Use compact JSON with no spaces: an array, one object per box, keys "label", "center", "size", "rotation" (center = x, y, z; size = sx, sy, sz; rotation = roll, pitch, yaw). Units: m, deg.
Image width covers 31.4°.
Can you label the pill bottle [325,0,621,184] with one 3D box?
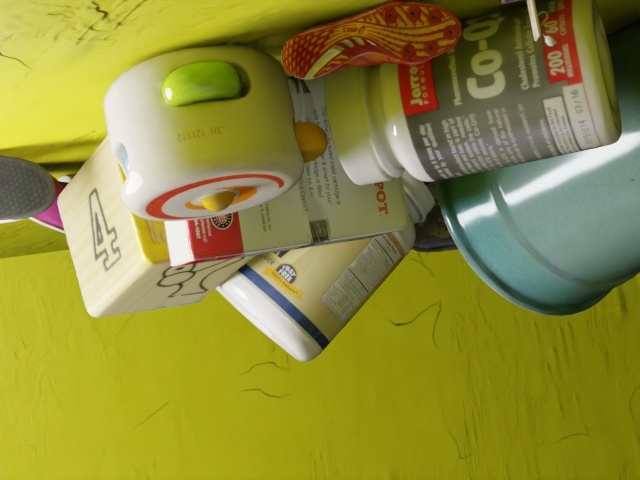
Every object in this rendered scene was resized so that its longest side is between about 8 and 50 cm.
[{"label":"pill bottle","center":[0.158,-0.151,1.196],"size":[0.283,0.161,0.161],"rotation":[-11,177,20]}]

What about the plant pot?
[{"label":"plant pot","center":[0.372,-0.110,1.398],"size":[0.341,0.341,0.334],"rotation":[-8,168,-33]}]

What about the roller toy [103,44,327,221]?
[{"label":"roller toy","center":[-0.116,-0.100,1.169],"size":[0.191,0.146,0.209],"rotation":[-20,166,32]}]

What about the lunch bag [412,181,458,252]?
[{"label":"lunch bag","center":[0.275,-0.114,1.957],"size":[0.305,0.212,0.256],"rotation":[-10,-167,9]}]

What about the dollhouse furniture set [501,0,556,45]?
[{"label":"dollhouse furniture set","center":[0.171,-0.207,0.955],"size":[0.091,0.081,0.114],"rotation":[-10,177,3]}]

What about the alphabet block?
[{"label":"alphabet block","center":[-0.224,-0.025,1.566],"size":[0.192,0.193,0.197],"rotation":[-8,161,-39]}]

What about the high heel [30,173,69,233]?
[{"label":"high heel","center":[-0.322,-0.095,1.711],"size":[0.127,0.181,0.377],"rotation":[30,-171,41]}]

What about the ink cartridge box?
[{"label":"ink cartridge box","center":[-0.051,-0.086,1.361],"size":[0.273,0.197,0.114],"rotation":[-8,177,-21]}]

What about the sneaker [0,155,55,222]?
[{"label":"sneaker","center":[-0.475,-0.059,1.522],"size":[0.270,0.090,0.145],"rotation":[-7,178,0]}]

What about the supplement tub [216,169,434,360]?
[{"label":"supplement tub","center":[0.000,0.000,1.728],"size":[0.316,0.228,0.228],"rotation":[-49,-178,-8]}]

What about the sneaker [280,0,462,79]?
[{"label":"sneaker","center":[0.048,-0.197,1.095],"size":[0.175,0.064,0.067],"rotation":[-6,-162,11]}]

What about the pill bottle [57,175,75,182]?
[{"label":"pill bottle","center":[-0.375,-0.081,1.799],"size":[0.043,0.043,0.083],"rotation":[-12,176,31]}]
